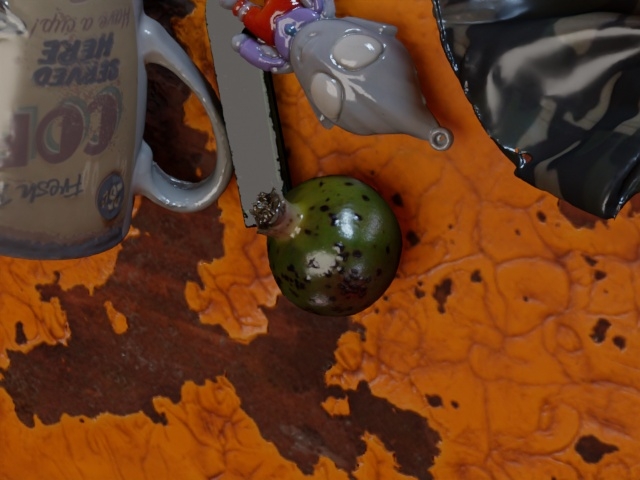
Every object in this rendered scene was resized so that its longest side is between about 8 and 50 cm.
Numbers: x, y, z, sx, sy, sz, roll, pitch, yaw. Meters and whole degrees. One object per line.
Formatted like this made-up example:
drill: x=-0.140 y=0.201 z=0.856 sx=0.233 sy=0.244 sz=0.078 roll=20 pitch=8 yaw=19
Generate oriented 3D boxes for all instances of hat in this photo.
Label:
hat: x=0.275 y=-0.206 z=1.186 sx=0.382 sy=0.257 sz=0.366 roll=-6 pitch=91 yaw=-2

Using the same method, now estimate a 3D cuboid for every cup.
cup: x=-0.212 y=-0.131 z=1.480 sx=0.301 sy=0.227 sz=0.257 roll=15 pitch=116 yaw=-6

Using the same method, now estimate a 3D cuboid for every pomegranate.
pomegranate: x=0.004 y=0.005 z=1.429 sx=0.130 sy=0.130 sz=0.130 roll=13 pitch=116 yaw=28

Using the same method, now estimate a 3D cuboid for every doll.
doll: x=0.018 y=-0.145 z=1.392 sx=0.227 sy=0.075 sz=0.102 roll=41 pitch=111 yaw=10

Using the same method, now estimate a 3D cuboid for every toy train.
toy train: x=-0.060 y=-0.118 z=1.474 sx=0.044 sy=0.042 sz=0.209 roll=-7 pitch=105 yaw=10
